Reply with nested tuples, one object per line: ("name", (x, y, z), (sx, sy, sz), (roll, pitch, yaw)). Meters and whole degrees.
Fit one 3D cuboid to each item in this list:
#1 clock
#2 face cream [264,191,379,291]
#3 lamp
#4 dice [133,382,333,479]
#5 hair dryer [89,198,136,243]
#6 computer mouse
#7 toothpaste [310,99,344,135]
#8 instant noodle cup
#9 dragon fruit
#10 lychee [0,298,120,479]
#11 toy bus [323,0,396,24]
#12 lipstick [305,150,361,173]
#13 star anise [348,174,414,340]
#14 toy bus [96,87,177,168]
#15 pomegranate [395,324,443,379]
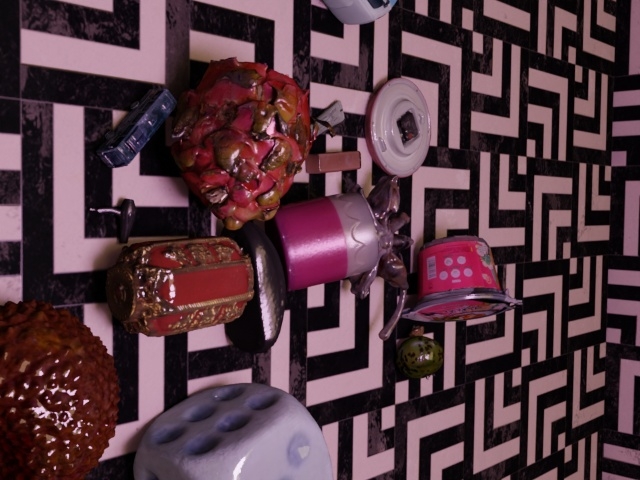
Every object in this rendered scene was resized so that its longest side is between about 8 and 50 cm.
("clock", (0.196, -0.276, 1.938), (0.244, 0.056, 0.244), (-3, 94, -48))
("face cream", (0.000, 0.000, 1.598), (0.195, 0.175, 0.175), (-13, 104, -15))
("lamp", (-0.244, 0.078, 1.397), (0.274, 0.177, 0.177), (-7, 98, -49))
("dice", (-0.156, 0.431, 1.436), (0.268, 0.265, 0.262), (-27, 111, -43))
("hair dryer", (-0.362, -0.037, 1.364), (0.083, 0.031, 0.079), (8, 95, -34))
("computer mouse", (-0.127, 0.085, 1.541), (0.086, 0.137, 0.269), (-11, 99, -41))
("toothpaste", (-0.006, -0.251, 1.736), (0.197, 0.029, 0.048), (-41, 124, -42))
("instant noodle cup", (0.346, 0.093, 2.002), (0.302, 0.258, 0.181), (-2, 72, -7))
("dragon fruit", (-0.138, -0.165, 1.442), (0.269, 0.250, 0.291), (27, 68, -66))
("lychee", (-0.420, 0.228, 1.132), (0.304, 0.276, 0.275), (-74, 144, -55))
("toy bus", (0.054, -0.589, 1.707), (0.271, 0.133, 0.164), (44, 66, -37))
("lipstick", (0.031, -0.176, 1.767), (0.145, 0.045, 0.045), (-12, 103, -48))
("star anise", (0.100, 0.016, 1.806), (0.316, 0.139, 0.359), (25, 82, -29))
("toy bus", (-0.316, -0.196, 1.368), (0.047, 0.065, 0.166), (54, 54, -36))
("pomegranate", (0.248, 0.277, 1.995), (0.122, 0.122, 0.161), (35, 40, -43))
